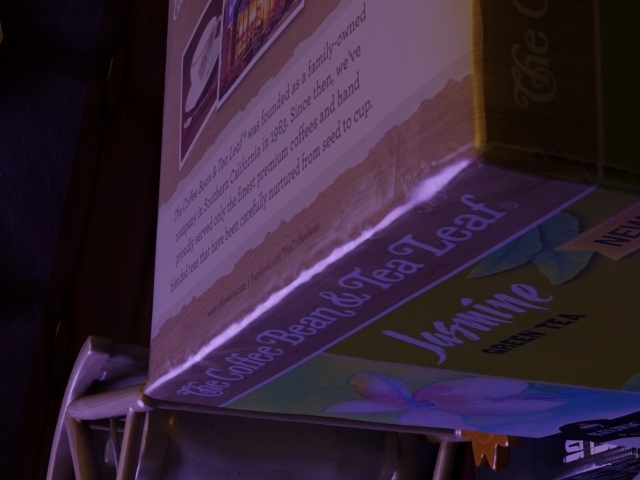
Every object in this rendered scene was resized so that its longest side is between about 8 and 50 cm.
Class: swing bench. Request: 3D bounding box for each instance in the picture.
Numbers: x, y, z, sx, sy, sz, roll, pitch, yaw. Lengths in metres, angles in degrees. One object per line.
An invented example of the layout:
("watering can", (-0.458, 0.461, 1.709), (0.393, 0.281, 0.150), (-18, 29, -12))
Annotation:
("swing bench", (-0.055, 0.169, 1.074), (0.254, 0.253, 0.165), (-156, 77, -69))

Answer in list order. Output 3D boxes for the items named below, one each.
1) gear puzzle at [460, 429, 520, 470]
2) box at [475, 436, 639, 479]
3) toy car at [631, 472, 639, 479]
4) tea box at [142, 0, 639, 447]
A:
("gear puzzle", (0.098, -0.034, 0.844), (0.175, 0.044, 0.339), (131, 137, -68))
("box", (0.153, 0.059, 0.863), (0.190, 0.045, 0.184), (142, 136, -62))
("toy car", (0.154, 0.194, 0.666), (0.182, 0.136, 0.159), (-130, 52, -64))
("tea box", (0.126, -0.053, 0.580), (0.329, 0.323, 0.220), (141, 134, -62))
